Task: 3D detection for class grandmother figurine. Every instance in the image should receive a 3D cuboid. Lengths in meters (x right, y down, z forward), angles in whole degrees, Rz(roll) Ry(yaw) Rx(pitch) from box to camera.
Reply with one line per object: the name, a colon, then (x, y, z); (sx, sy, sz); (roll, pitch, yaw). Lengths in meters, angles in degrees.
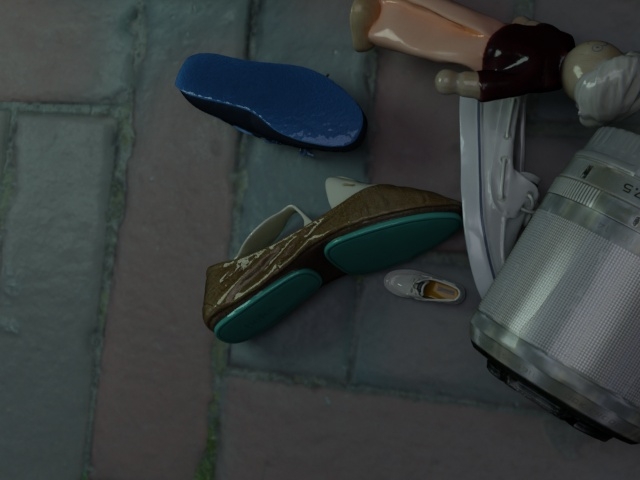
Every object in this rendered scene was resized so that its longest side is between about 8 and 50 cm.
grandmother figurine: (0.198, -0.209, 1.104); (0.342, 0.104, 0.208); (23, 51, 29)

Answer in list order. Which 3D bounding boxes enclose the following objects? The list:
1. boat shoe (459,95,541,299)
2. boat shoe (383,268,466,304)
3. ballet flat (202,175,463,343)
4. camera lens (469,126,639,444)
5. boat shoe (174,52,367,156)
boat shoe: (0.207, -0.057, 1.134); (0.084, 0.095, 0.258); (-6, 83, 20)
boat shoe: (0.120, 0.055, 1.179); (0.100, 0.035, 0.035); (15, 88, 18)
ballet flat: (0.000, 0.000, 1.198); (0.342, 0.116, 0.124); (-29, 57, 16)
camera lens: (0.300, 0.051, 1.027); (0.219, 0.219, 0.274); (32, 93, 18)
boat shoe: (-0.052, -0.170, 1.236); (0.258, 0.089, 0.109); (27, 79, 23)
